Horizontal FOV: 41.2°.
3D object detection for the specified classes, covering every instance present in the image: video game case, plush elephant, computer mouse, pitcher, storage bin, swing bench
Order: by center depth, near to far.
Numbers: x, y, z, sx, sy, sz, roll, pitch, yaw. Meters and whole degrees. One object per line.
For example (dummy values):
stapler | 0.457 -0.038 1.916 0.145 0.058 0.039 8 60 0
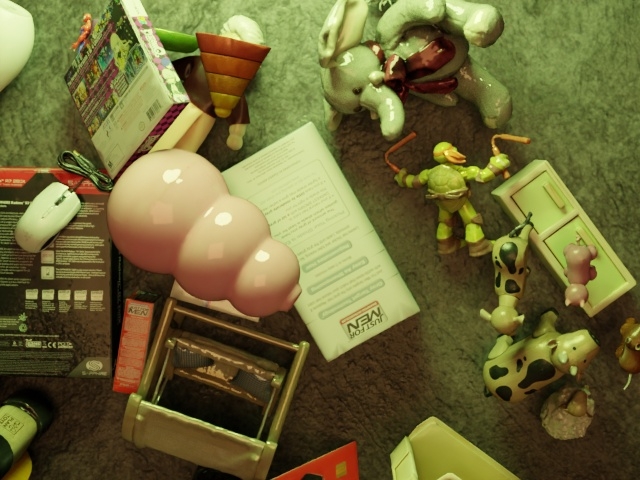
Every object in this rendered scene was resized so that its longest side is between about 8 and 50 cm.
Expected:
video game case | -0.319 -0.245 1.373 0.232 0.042 0.210 -39 74 43
plush elephant | 0.117 -0.280 1.390 0.255 0.272 0.330 -44 66 -9
computer mouse | -0.442 -0.056 1.428 0.106 0.042 0.193 40 94 -5
swing bench | -0.178 0.263 1.451 0.253 0.165 0.254 18 76 1
pitcher | -0.596 -0.322 1.457 0.178 0.125 0.207 30 107 -1
storage bin | 0.258 0.453 1.464 0.260 0.262 0.123 37 97 -4

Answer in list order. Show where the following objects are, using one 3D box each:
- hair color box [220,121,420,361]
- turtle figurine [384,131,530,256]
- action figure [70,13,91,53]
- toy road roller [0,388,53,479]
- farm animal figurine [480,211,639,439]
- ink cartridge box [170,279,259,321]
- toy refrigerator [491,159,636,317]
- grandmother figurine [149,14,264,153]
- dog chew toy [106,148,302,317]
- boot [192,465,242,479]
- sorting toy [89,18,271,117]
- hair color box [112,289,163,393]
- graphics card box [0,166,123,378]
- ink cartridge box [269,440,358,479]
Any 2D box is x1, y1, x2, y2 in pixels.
hair color box | 0.000 0.000 1.490 0.185 0.113 0.374 -30 95 4
turtle figurine | 0.238 -0.080 1.450 0.270 0.087 0.217 -4 113 33
action figure | -0.417 -0.339 1.491 0.030 0.038 0.115 14 98 3
toy road roller | -0.665 0.349 1.492 0.330 0.202 0.240 34 109 -2
farm animal figurine | 0.377 0.165 1.428 0.330 0.172 0.326 36 125 6
ink cartridge box | -0.191 0.078 1.498 0.198 0.115 0.067 17 96 -1
toy refrigerator | 0.426 -0.005 1.496 0.102 0.094 0.269 -37 94 4
grandmother figurine | -0.211 -0.235 1.471 0.208 0.104 0.342 37 97 -4
dog chew toy | -0.174 0.001 1.360 0.332 0.206 0.206 35 95 6
boot | -0.136 0.555 1.476 0.131 0.260 0.348 -35 94 3
sorting toy | -0.248 -0.283 1.403 0.366 0.127 0.126 15 100 31
hair color box | -0.325 0.181 1.521 0.054 0.093 0.167 11 96 -1
graphics card box | -0.470 0.056 1.508 0.233 0.094 0.370 1 95 0
ink cartridge box | 0.000 0.517 1.471 0.066 0.296 0.261 4 99 40
